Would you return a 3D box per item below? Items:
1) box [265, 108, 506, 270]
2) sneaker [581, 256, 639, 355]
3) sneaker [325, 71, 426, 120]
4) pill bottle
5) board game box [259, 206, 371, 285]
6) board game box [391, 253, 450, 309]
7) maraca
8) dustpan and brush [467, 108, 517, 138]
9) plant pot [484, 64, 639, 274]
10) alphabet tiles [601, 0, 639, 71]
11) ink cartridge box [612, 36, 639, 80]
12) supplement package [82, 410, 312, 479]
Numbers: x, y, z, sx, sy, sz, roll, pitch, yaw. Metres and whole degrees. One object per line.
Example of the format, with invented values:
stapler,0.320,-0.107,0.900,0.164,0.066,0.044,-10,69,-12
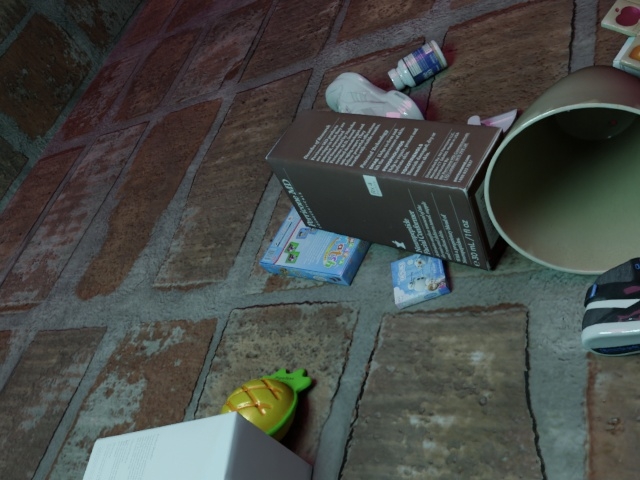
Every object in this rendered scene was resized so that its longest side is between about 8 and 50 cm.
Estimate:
box,0.115,-0.095,1.033,0.381,0.191,0.143,15,59,38
sneaker,0.430,0.069,0.755,0.216,0.079,0.121,-9,50,34
sneaker,0.081,-0.266,1.321,0.152,0.114,0.305,-45,39,-8
pill bottle,0.211,-0.379,1.361,0.120,0.067,0.067,-29,40,14
board game box,0.000,0.000,1.198,0.211,0.039,0.160,6,57,42
board game box,0.163,0.061,1.025,0.090,0.020,0.090,-23,42,21
maraca,-0.089,0.262,0.984,0.127,0.099,0.185,-4,26,34
dustpan and brush,0.279,-0.167,1.113,0.147,0.060,0.211,-14,46,29
plant pot,0.387,-0.135,0.883,0.256,0.257,0.274,-9,32,33
alphabet tiles,0.621,-0.326,0.923,0.342,0.011,0.285,31,75,26
ink cartridge box,0.536,-0.298,0.999,0.056,0.099,0.135,21,69,46
supplement package,-0.179,0.386,0.854,0.262,0.198,0.199,-18,43,26
